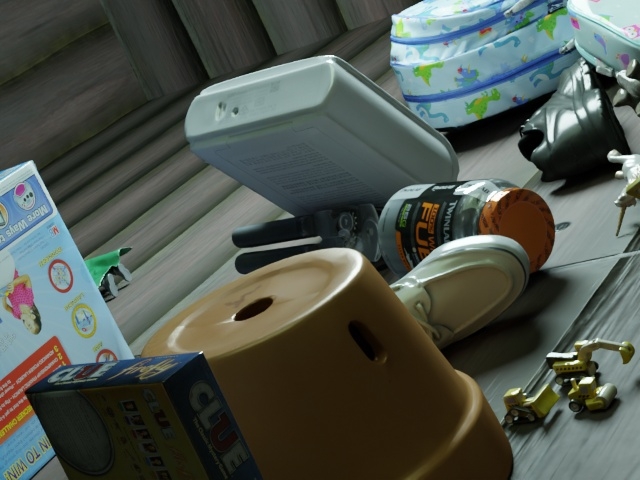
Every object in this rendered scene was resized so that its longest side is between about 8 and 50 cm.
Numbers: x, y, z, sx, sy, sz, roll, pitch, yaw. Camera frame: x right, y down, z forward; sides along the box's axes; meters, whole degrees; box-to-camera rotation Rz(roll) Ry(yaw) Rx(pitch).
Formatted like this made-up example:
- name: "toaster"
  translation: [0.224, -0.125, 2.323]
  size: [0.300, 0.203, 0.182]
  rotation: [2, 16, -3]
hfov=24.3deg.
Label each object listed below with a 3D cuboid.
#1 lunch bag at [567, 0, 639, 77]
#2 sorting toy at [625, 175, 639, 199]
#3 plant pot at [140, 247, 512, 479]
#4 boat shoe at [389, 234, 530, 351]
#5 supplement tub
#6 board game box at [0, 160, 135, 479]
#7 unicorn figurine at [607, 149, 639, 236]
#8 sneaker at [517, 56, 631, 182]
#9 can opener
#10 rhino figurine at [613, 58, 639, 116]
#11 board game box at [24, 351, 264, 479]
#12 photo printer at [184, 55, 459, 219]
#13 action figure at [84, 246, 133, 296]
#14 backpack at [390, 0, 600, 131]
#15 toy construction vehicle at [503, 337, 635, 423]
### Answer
- name: "lunch bag"
  translation: [0.499, -0.315, 2.072]
  size: [0.279, 0.108, 0.224]
  rotation: [-32, 45, -15]
- name: "sorting toy"
  translation: [0.413, -0.049, 1.357]
  size: [0.274, 0.132, 0.046]
  rotation: [-18, 45, 40]
- name: "plant pot"
  translation: [-0.016, 0.140, 1.211]
  size: [0.291, 0.203, 0.291]
  rotation: [-23, 15, 7]
- name: "boat shoe"
  translation: [0.084, 0.081, 1.478]
  size: [0.268, 0.096, 0.088]
  rotation: [-22, 19, 16]
- name: "supplement tub"
  translation: [0.159, -0.008, 1.622]
  size: [0.117, 0.117, 0.190]
  rotation: [-33, 16, -29]
- name: "board game box"
  translation: [-0.381, 0.106, 1.732]
  size: [0.086, 0.302, 0.308]
  rotation: [-16, 16, 32]
- name: "unicorn figurine"
  translation: [0.364, -0.075, 1.639]
  size: [0.162, 0.060, 0.111]
  rotation: [-27, 14, -6]
- name: "sneaker"
  translation: [0.316, -0.153, 1.923]
  size: [0.130, 0.109, 0.286]
  rotation: [-28, 11, 14]
- name: "can opener"
  translation: [0.000, 0.000, 1.982]
  size: [0.095, 0.076, 0.283]
  rotation: [-6, -2, -40]
- name: "rhino figurine"
  translation: [0.419, -0.172, 1.833]
  size: [0.073, 0.106, 0.243]
  rotation: [-63, 8, 11]
- name: "board game box"
  translation: [-0.098, 0.198, 1.054]
  size: [0.165, 0.243, 0.042]
  rotation: [-9, 20, 45]
- name: "photo printer"
  translation: [0.015, -0.115, 1.949]
  size: [0.256, 0.307, 0.107]
  rotation: [-10, 61, 39]
- name: "action figure"
  translation: [-0.413, 0.078, 2.364]
  size: [0.232, 0.063, 0.137]
  rotation: [-12, 21, 29]
- name: "backpack"
  translation: [0.280, -0.301, 2.277]
  size: [0.355, 0.273, 0.290]
  rotation: [-38, 24, -3]
- name: "toy construction vehicle"
  translation: [0.209, 0.117, 1.261]
  size: [0.098, 0.035, 0.086]
  rotation: [-11, 20, 42]
